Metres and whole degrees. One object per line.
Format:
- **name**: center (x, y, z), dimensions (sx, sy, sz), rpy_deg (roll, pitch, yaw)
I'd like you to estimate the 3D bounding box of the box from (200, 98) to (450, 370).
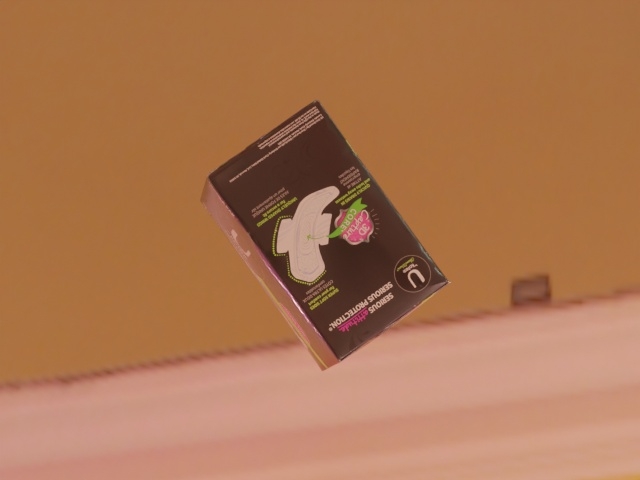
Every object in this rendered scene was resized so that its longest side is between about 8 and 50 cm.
- **box**: center (0.000, 0.000, 0.709), dimensions (0.052, 0.062, 0.083), rpy_deg (-35, -93, -9)
